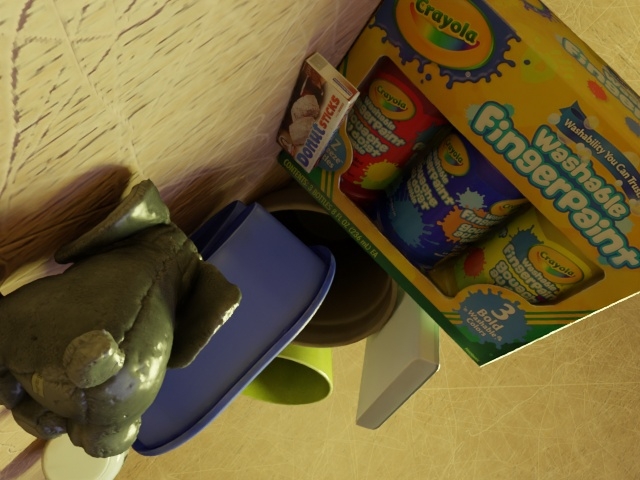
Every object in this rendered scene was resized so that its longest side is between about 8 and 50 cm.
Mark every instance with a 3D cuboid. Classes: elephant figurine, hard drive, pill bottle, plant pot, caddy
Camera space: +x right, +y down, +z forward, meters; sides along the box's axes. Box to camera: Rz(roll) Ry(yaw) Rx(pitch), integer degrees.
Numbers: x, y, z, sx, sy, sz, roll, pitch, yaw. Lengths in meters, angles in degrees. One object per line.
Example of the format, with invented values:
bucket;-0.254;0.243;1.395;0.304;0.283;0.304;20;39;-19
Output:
elephant figurine;-0.155;0.034;0.424;0.239;0.186;0.169;-58;154;-45
hard drive;0.145;0.132;0.931;0.353;0.047;0.233;-75;-171;-47
pill bottle;-0.556;0.506;1.216;0.176;0.176;0.318;-44;178;-25
plant pot;-0.087;0.217;1.274;0.275;0.275;0.293;-47;-155;46
caddy;-0.133;0.104;0.647;0.341;0.179;0.241;-44;-162;-10
plant pot;0.000;0.000;0.997;0.323;0.323;0.280;-46;-166;33

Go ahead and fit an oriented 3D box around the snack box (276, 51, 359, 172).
snack box;-0.009;-0.144;0.607;0.022;0.064;0.178;-46;179;-23

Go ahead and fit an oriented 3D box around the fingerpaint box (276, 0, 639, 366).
fingerpaint box;0.209;-0.092;0.684;0.163;0.445;0.371;-42;178;-45
